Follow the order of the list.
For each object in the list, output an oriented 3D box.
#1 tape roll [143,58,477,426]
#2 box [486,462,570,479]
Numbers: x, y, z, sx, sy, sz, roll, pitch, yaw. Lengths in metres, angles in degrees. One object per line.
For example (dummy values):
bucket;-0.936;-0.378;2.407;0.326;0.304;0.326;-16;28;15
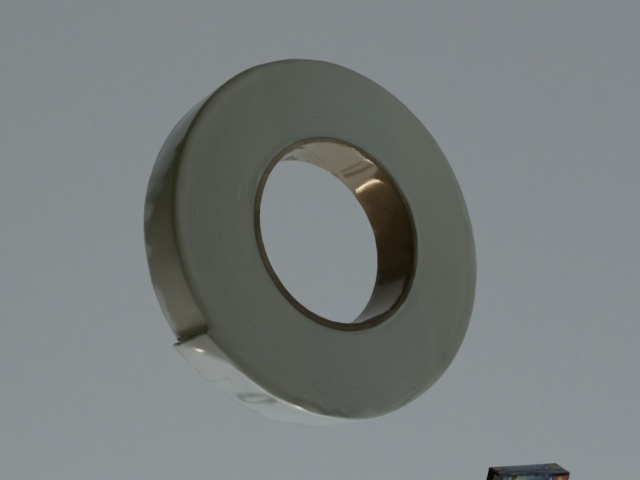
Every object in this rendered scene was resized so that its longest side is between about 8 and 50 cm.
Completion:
tape roll;0.000;0.000;1.143;0.072;0.392;0.392;-23;-112;51
box;0.206;0.303;1.139;0.027;0.093;0.137;27;-71;57
